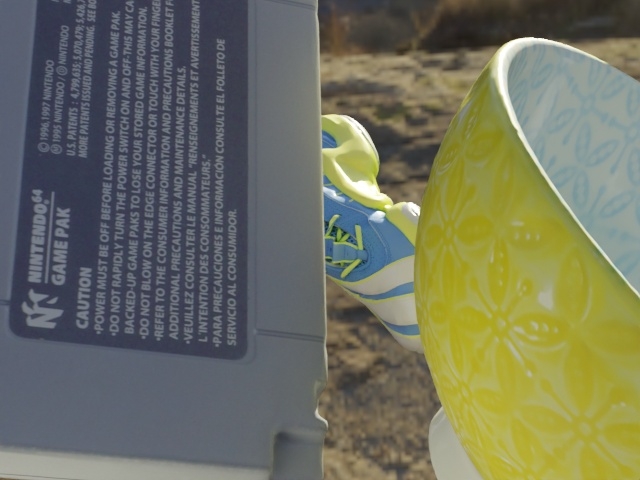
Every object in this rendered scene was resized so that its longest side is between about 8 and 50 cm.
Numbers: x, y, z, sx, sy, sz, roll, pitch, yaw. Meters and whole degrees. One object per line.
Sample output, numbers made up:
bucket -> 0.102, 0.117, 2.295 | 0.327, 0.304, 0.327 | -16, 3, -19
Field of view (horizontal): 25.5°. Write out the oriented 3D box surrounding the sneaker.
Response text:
sneaker -> 0.000, 0.000, 0.987 | 0.126, 0.091, 0.240 | -8, 36, -17

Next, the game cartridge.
game cartridge -> -0.096, -0.036, 0.623 | 0.196, 0.060, 0.294 | 11, 60, -21

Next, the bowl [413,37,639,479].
bowl -> 0.138, 0.067, 0.605 | 0.289, 0.156, 0.289 | 32, 26, -18
